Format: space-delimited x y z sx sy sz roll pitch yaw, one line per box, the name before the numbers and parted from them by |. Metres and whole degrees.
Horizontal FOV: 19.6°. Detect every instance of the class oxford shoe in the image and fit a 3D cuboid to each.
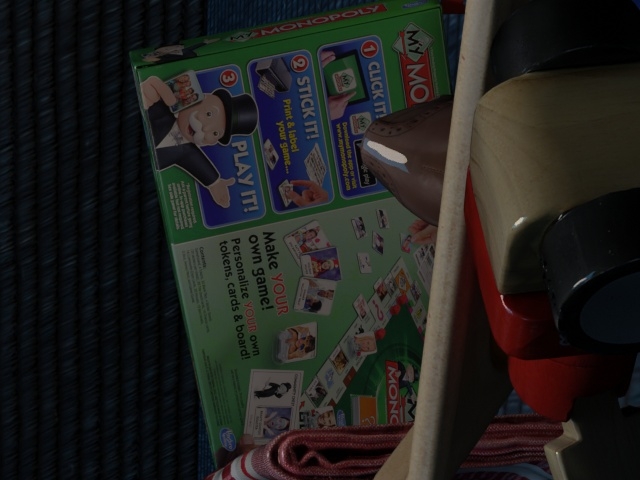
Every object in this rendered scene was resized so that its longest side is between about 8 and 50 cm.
oxford shoe | 0.099 -0.049 1.044 0.097 0.098 0.271 -70 -16 6

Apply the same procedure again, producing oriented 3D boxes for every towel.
towel | 0.055 0.144 1.151 0.329 0.237 0.037 135 132 -73

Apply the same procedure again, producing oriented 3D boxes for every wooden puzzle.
wooden puzzle | 0.139 -0.076 0.823 0.322 0.080 0.348 -46 -28 -52

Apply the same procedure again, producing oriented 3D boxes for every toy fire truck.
toy fire truck | 0.165 0.039 0.693 0.246 0.217 0.158 92 170 -55

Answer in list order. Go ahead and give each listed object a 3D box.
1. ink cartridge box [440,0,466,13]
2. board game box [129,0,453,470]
ink cartridge box | 0.116 -0.194 1.234 0.029 0.062 0.115 -105 16 -50
board game box | 0.000 0.000 1.312 0.046 0.213 0.317 -119 18 -66
